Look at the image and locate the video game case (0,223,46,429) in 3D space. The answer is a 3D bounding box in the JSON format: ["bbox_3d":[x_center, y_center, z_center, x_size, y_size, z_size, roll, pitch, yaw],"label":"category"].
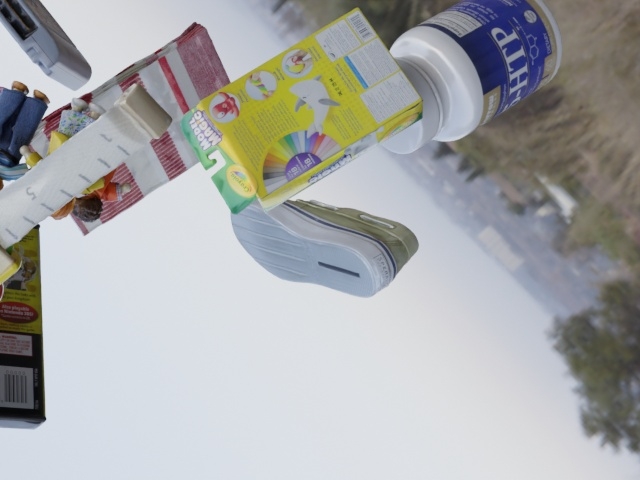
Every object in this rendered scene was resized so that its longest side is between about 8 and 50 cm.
[{"bbox_3d":[-0.434,0.075,1.146,0.275,0.035,0.248,11,-122,-34],"label":"video game case"}]

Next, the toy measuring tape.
[{"bbox_3d":[-0.246,-0.016,0.777,0.121,0.330,0.121,51,-169,-14],"label":"toy measuring tape"}]

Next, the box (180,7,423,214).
[{"bbox_3d":[-0.017,-0.101,0.875,0.105,0.179,0.043,58,175,17],"label":"box"}]

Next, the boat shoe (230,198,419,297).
[{"bbox_3d":[0.000,0.000,1.394,0.302,0.094,0.109,21,130,44],"label":"boat shoe"}]

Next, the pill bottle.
[{"bbox_3d":[0.127,-0.157,0.992,0.112,0.187,0.112,37,145,31],"label":"pill bottle"}]

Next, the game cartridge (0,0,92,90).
[{"bbox_3d":[-0.483,-0.375,1.691,0.297,0.062,0.198,51,-174,4],"label":"game cartridge"}]

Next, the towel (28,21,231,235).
[{"bbox_3d":[-0.280,-0.169,1.659,0.037,0.329,0.237,47,167,37],"label":"towel"}]

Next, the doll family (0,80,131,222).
[{"bbox_3d":[-0.371,-0.111,1.351,0.263,0.163,0.118,17,164,-2],"label":"doll family"}]
